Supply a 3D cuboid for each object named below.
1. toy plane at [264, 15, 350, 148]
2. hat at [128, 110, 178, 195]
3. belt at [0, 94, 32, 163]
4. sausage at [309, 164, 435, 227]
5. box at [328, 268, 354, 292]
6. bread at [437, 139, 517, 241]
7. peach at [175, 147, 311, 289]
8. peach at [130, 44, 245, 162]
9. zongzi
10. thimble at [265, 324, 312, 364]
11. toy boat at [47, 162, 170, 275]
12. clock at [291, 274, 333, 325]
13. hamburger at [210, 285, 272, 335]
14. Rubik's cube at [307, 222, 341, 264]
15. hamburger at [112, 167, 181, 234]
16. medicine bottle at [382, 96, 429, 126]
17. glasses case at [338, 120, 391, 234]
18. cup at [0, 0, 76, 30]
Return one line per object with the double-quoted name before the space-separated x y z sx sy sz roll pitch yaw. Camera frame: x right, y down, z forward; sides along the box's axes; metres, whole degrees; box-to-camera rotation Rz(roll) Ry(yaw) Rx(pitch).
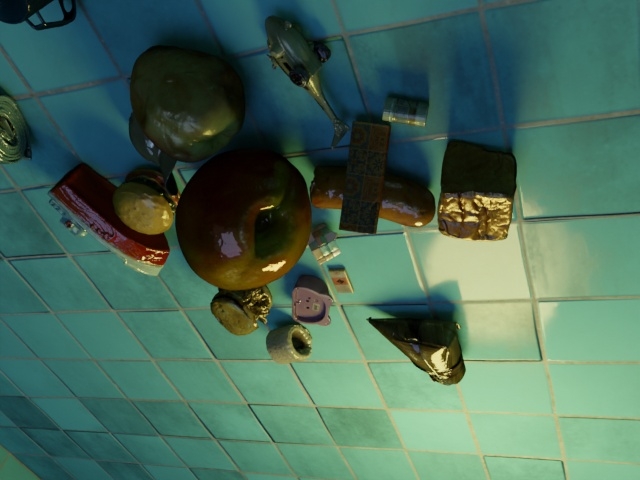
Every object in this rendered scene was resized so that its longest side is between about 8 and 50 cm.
"toy plane" -0.022 -0.300 1.291 0.108 0.092 0.286 1 139 50
"hat" -0.362 -0.191 1.462 0.144 0.173 0.166 13 137 -4
"belt" -0.744 -0.252 1.554 0.082 0.147 0.163 4 107 20
"sausage" 0.112 -0.097 1.442 0.270 0.109 0.109 13 138 7
"box" 0.053 0.103 1.733 0.046 0.012 0.083 -2 135 23
"bread" 0.306 -0.094 1.335 0.143 0.158 0.149 8 133 13
"peach" -0.167 -0.045 1.459 0.308 0.308 0.332 35 169 -17
"peach" -0.262 -0.279 1.323 0.235 0.214 0.214 52 132 -2
"zongzi" 0.254 0.289 1.791 0.242 0.112 0.221 4 137 27
"thimble" -0.087 0.292 1.916 0.090 0.102 0.115 -18 156 33
"toy boat" -0.521 -0.031 1.694 0.332 0.145 0.133 42 122 -17
"clock" -0.018 0.159 1.788 0.110 0.050 0.153 12 138 7
"hamburger" -0.216 0.157 1.808 0.159 0.131 0.185 -21 118 46
"Rubik's cube" -0.001 0.002 1.599 0.084 0.075 0.073 32 157 50
"hamburger" -0.411 -0.091 1.618 0.162 0.115 0.162 11 135 11
"medicine bottle" 0.163 -0.246 1.305 0.083 0.047 0.047 11 137 8
"glasses case" 0.087 -0.125 1.362 0.075 0.049 0.218 9 97 12
"cup" -0.528 -0.462 1.243 0.131 0.155 0.176 -11 128 30
